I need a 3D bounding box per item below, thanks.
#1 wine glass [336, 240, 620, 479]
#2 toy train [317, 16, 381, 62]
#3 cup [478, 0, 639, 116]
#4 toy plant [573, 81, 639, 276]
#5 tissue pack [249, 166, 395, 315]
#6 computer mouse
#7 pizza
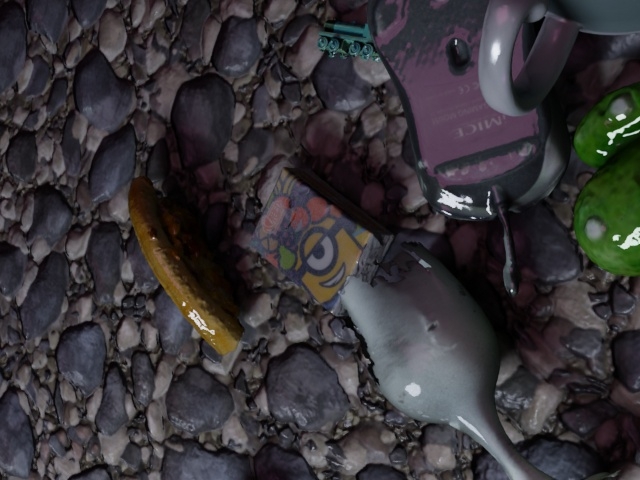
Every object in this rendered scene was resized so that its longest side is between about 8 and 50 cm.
[{"bbox_3d":[0.144,0.151,1.178,0.143,0.143,0.321,-52,60,27],"label":"wine glass"},{"bbox_3d":[0.035,-0.221,1.318,0.092,0.029,0.045,16,94,38],"label":"toy train"},{"bbox_3d":[0.209,-0.275,0.976,0.259,0.274,0.357,25,95,21],"label":"cup"},{"bbox_3d":[0.348,-0.053,1.016,0.316,0.184,0.224,-24,71,52],"label":"toy plant"},{"bbox_3d":[0.000,0.000,1.329,0.148,0.060,0.108,38,113,32],"label":"tissue pack"},{"bbox_3d":[0.155,-0.129,1.180,0.167,0.090,0.379,-13,81,22],"label":"computer mouse"},{"bbox_3d":[-0.162,0.021,1.431,0.058,0.127,0.246,-33,62,10],"label":"pizza"}]
